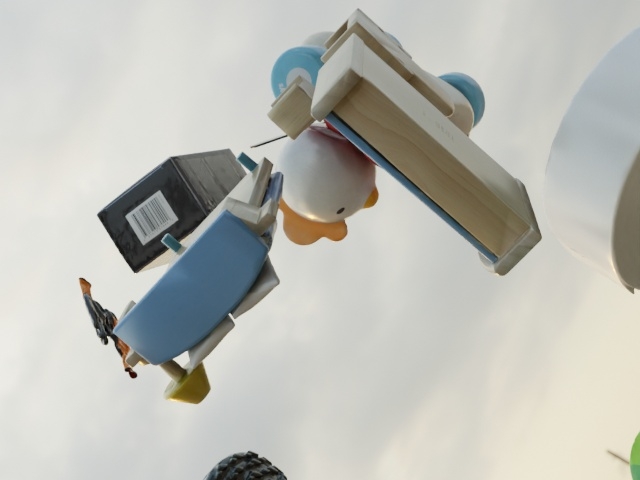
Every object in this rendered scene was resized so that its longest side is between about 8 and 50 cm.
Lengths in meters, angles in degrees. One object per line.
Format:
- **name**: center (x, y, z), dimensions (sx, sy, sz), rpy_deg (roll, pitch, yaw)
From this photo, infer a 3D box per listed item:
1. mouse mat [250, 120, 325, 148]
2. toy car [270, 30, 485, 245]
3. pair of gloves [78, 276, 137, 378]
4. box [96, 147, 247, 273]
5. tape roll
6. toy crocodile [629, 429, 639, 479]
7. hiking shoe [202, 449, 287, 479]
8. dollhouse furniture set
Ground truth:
- **mouse mat**: center (-0.015, -0.150, 1.714), dimensions (0.190, 0.152, 0.007), rpy_deg (-83, -26, -83)
- **toy car**: center (0.037, -0.089, 1.434), dimensions (0.219, 0.210, 0.238), rpy_deg (-31, -32, -62)
- **pair of gloves**: center (-0.185, 0.076, 1.140), dimensions (0.010, 0.074, 0.083), rpy_deg (-28, -39, 2)
- **box**: center (-0.201, -0.047, 1.913), dimensions (0.153, 0.108, 0.207), rpy_deg (-35, -5, 20)
- **tape roll**: center (0.366, -0.089, 1.370), dimensions (0.286, 0.100, 0.286), rpy_deg (-25, -47, -30)
- **toy crocodile**: center (0.306, 0.104, 0.830), dimensions (0.115, 0.105, 0.341), rpy_deg (19, -71, -51)
- **hiking shoe**: center (-0.135, 0.370, 1.555), dimensions (0.132, 0.113, 0.304), rpy_deg (-49, 4, 33)
- **dollhouse furniture set**: center (0.000, 0.000, 1.116), dimensions (0.303, 0.198, 0.286), rpy_deg (-46, 12, 17)
